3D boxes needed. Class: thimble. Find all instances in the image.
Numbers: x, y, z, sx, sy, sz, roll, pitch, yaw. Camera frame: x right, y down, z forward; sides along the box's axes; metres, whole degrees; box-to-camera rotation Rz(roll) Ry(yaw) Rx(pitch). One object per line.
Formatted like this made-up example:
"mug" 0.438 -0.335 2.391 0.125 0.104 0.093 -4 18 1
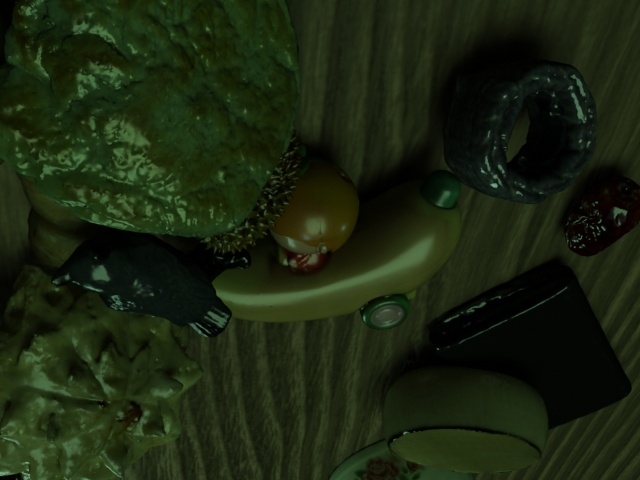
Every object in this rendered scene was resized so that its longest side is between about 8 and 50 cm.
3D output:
"thimble" 0.204 -0.115 0.864 0.150 0.098 0.150 -6 106 -21

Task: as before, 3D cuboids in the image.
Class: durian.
"durian" -0.092 -0.082 0.791 0.137 0.168 0.158 -4 137 43

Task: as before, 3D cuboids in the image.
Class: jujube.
"jujube" 0.364 -0.028 1.070 0.077 0.077 0.129 -1 143 -19

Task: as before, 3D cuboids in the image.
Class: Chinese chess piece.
"Chinese chess piece" 0.219 0.280 1.268 0.250 0.103 0.249 6 149 4

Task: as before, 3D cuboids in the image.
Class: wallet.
"wallet" 0.343 0.193 1.312 0.228 0.062 0.406 -29 138 12

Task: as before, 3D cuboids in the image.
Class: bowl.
"bowl" 0.159 0.474 1.489 0.277 0.145 0.277 -10 136 -10

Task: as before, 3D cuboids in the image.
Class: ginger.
"ginger" -0.246 -0.026 0.796 0.122 0.115 0.193 -45 155 5

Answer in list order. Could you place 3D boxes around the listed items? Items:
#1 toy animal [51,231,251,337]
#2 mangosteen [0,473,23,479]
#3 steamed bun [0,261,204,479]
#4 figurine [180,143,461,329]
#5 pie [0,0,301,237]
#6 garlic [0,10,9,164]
"toy animal" -0.161 0.051 0.800 0.121 0.117 0.210 -34 167 26
"mangosteen" -0.440 0.265 0.989 0.216 0.216 0.216 -10 138 -9
"steamed bun" -0.261 0.165 0.921 0.292 0.137 0.295 -25 125 -32
"figurine" 0.000 0.000 0.933 0.325 0.124 0.222 -8 138 -6
"pie" -0.129 -0.142 0.663 0.257 0.105 0.274 6 90 -30
"garlic" -0.380 -0.092 0.656 0.250 0.286 0.313 8 151 42
